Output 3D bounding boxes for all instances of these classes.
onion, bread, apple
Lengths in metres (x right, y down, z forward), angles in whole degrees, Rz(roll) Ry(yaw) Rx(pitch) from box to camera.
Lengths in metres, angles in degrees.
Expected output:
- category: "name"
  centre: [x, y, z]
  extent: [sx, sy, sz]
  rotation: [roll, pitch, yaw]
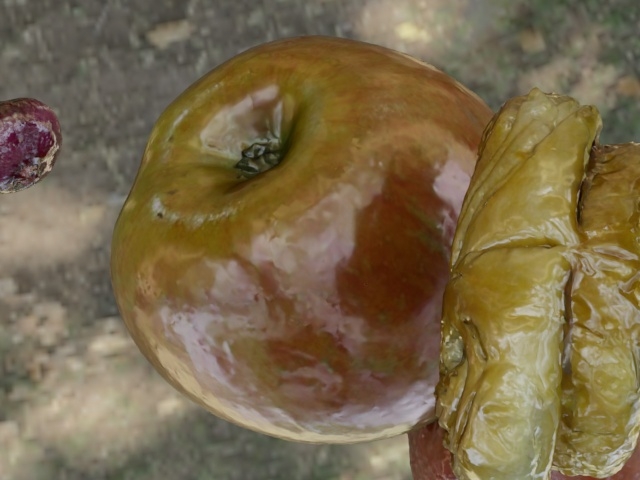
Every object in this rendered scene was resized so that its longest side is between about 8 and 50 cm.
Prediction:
- category: "onion"
  centre: [-0.297, -0.088, 1.751]
  extent: [0.107, 0.097, 0.107]
  rotation: [-26, 156, -13]
- category: "bread"
  centre: [0.131, 0.037, 1.041]
  extent: [0.120, 0.236, 0.198]
  rotation: [9, 165, 7]
- category: "apple"
  centre: [0.000, 0.000, 1.255]
  extent: [0.302, 0.301, 0.301]
  rotation: [-8, 141, -7]

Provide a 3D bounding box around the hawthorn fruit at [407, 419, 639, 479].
- category: "hawthorn fruit"
  centre: [0.188, 0.158, 1.416]
  extent: [0.253, 0.205, 0.205]
  rotation: [32, 124, -27]
